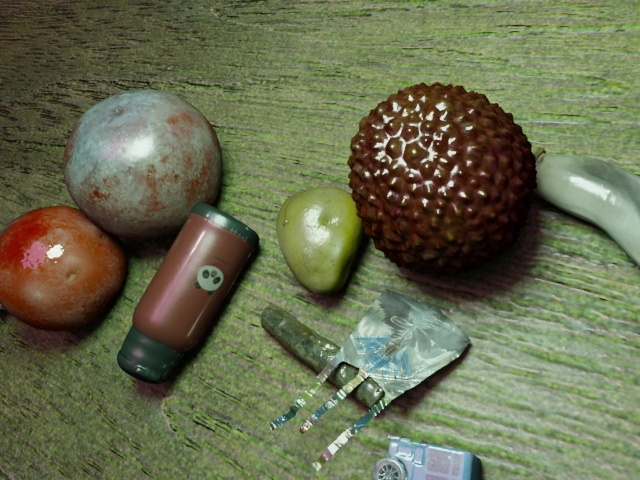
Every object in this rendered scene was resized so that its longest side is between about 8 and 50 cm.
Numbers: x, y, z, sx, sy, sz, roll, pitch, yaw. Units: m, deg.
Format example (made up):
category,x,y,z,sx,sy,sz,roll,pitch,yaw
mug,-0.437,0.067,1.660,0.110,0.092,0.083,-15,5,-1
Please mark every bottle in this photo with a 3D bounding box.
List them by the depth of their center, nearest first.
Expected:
category,x,y,z,sx,sy,sz,roll,pitch,yaw
bottle,-0.255,0.102,0.961,0.144,0.144,0.336,22,77,34

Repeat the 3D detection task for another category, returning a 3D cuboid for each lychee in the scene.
category,x,y,z,sx,sy,sz,roll,pitch,yaw
lychee,0.177,-0.085,0.766,0.276,0.304,0.275,-38,22,18

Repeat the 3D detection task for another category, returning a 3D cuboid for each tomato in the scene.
category,x,y,z,sx,sy,sz,roll,pitch,yaw
tomato,-0.362,-0.154,1.070,0.317,0.282,0.316,-7,52,9
tomato,-0.554,0.049,1.083,0.265,0.265,0.264,-12,61,22

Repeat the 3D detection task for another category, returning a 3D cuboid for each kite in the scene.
category,x,y,z,sx,sy,sz,roll,pitch,yaw
kite,0.078,0.197,0.754,0.169,0.015,0.310,27,58,35

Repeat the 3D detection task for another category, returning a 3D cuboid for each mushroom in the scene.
category,x,y,z,sx,sy,sz,roll,pitch,yaw
mushroom,0.430,-0.035,0.712,0.109,0.097,0.351,-42,50,0

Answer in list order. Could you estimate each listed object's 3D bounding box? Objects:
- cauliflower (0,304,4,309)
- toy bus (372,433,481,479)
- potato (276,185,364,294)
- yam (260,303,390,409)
category,x,y,z,sx,sy,sz,roll,pitch,yaw
cauliflower,-0.864,0.100,1.209,0.256,0.239,0.315,-25,13,16
toy bus,0.130,0.377,0.640,0.134,0.116,0.234,2,65,25
potato,0.000,0.000,0.895,0.157,0.157,0.194,-8,75,24
yam,-0.001,0.184,0.842,0.274,0.061,0.061,28,80,36
